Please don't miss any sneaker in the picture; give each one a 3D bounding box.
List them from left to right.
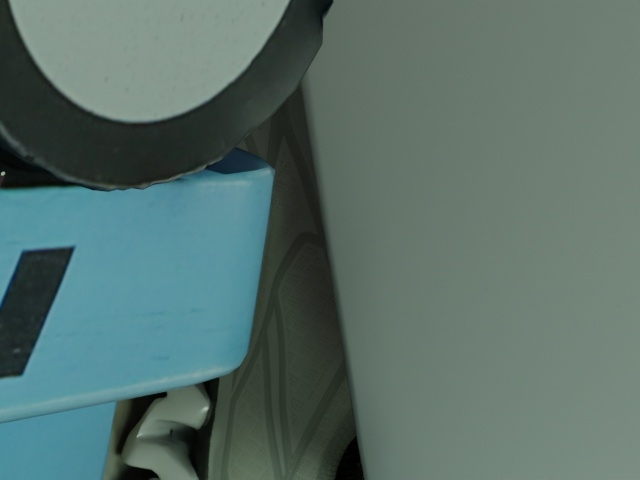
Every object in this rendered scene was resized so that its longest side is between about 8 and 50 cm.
[{"bbox_3d":[0.000,0.000,0.636,0.110,0.118,0.292,-4,95,-50],"label":"sneaker"}]

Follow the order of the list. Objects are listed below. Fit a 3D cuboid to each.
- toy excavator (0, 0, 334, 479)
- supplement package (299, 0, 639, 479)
[{"bbox_3d":[-0.135,0.072,0.435,0.433,0.222,0.445,-5,111,-51],"label":"toy excavator"},{"bbox_3d":[0.107,-0.032,0.553,0.177,0.175,0.293,31,44,-57],"label":"supplement package"}]
